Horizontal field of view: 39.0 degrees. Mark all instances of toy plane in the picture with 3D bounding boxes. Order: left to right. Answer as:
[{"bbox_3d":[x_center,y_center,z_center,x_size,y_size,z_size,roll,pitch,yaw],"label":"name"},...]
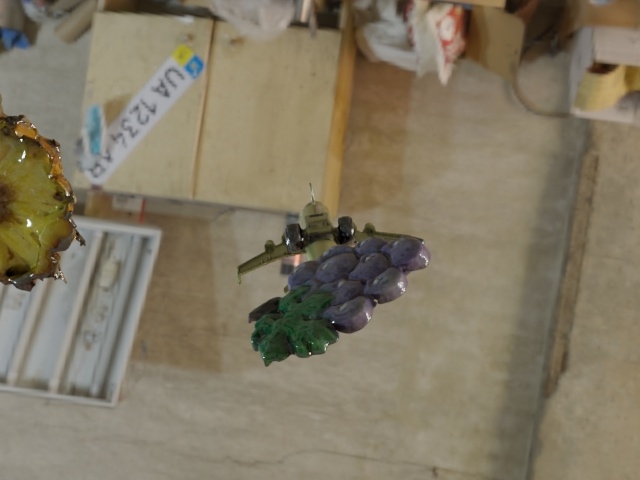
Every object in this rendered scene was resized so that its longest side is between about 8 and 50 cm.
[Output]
[{"bbox_3d":[0.000,0.000,1.196,0.229,0.092,0.244,-10,-149,0],"label":"toy plane"}]

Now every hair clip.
[{"bbox_3d":[0.017,0.054,0.839,0.195,0.052,0.124,-35,-152,-22],"label":"hair clip"}]

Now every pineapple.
[{"bbox_3d":[-0.328,-0.049,0.893,0.225,0.224,0.076,9,-152,8],"label":"pineapple"}]

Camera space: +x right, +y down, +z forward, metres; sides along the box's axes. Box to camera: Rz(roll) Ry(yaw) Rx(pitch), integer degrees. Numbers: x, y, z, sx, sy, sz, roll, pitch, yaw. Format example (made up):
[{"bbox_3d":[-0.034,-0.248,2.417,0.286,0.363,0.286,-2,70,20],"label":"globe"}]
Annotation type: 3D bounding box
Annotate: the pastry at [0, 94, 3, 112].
[{"bbox_3d":[-0.610,-0.196,1.258,0.330,0.136,0.329,6,-136,-6],"label":"pastry"}]
